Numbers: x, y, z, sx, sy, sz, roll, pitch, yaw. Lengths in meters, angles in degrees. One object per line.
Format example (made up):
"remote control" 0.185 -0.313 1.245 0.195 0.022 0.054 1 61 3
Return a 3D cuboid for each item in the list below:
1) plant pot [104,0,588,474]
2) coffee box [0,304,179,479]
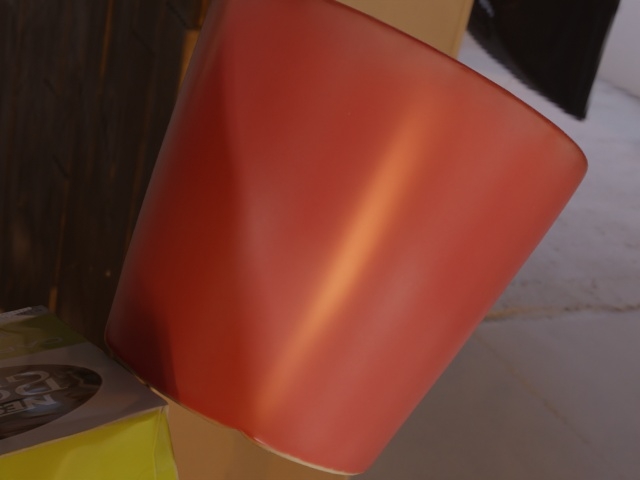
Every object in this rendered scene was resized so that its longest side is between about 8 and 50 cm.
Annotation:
"plant pot" 0.000 0.000 0.690 0.275 0.243 0.275 27 180 0
"coffee box" -0.266 0.256 0.631 0.338 0.338 0.334 -13 -169 -24
